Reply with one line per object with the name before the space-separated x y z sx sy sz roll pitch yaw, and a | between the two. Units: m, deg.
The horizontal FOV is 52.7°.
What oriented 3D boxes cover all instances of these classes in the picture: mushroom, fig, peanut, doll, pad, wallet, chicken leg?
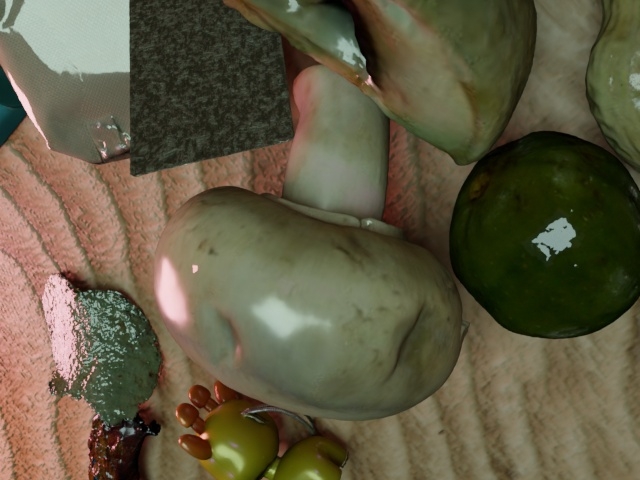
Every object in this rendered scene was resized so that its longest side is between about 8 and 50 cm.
mushroom | 0.078 -0.244 0.565 0.292 0.212 0.217 31 77 7
fig | 0.236 0.010 0.631 0.195 0.195 0.245 -39 124 24
peanut | 0.298 -0.192 0.573 0.136 0.120 0.298 -14 100 -16
doll | -0.085 0.264 0.826 0.221 0.143 0.135 36 115 0
mushroom | -0.021 0.029 0.662 0.315 0.315 0.356 -42 51 24
pad | -0.114 -0.178 0.632 0.158 0.003 0.235 -12 65 7
wallet | -0.219 -0.233 0.739 0.335 0.068 0.274 -11 111 5
chicken leg | -0.293 0.314 0.950 0.105 0.063 0.234 20 112 19

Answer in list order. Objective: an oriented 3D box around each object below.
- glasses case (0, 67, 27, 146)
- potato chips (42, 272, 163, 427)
glasses case | -0.546 -0.134 0.919 0.301 0.070 0.117 -40 88 25
potato chips | -0.326 0.144 0.907 0.228 0.059 0.167 23 87 13
